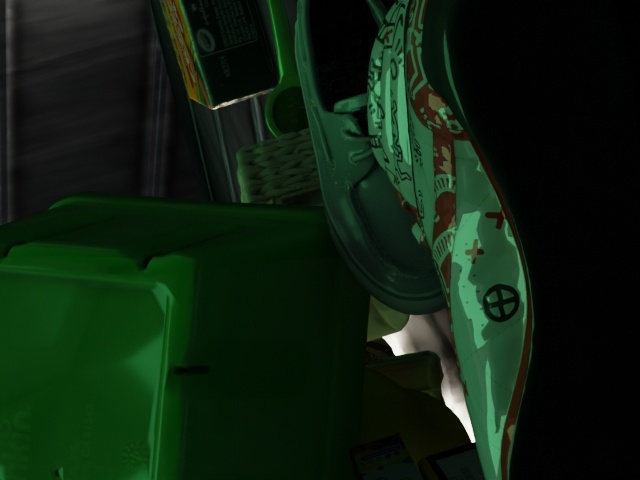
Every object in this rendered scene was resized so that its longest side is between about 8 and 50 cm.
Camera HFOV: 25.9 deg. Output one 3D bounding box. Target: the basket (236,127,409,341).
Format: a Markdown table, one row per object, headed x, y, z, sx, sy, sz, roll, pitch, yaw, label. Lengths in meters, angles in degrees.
| x | y | z | sx | sy | sz | roll | pitch | yaw | label |
| --- | --- | --- | --- | --- | --- | --- | --- | --- | --- |
| 0.000 | 0.000 | 1.084 | 0.167 | 0.113 | 0.103 | 82 | 170 | -51 | basket |

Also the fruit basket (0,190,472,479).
| x | y | z | sx | sy | sz | roll | pitch | yaw | label |
| --- | --- | --- | --- | --- | --- | --- | --- | --- | --- |
| -0.065 | 0.155 | 0.936 | 0.392 | 0.283 | 0.392 | 4 | -90 | -67 | fruit basket |

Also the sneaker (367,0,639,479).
| x | y | z | sx | sy | sz | roll | pitch | yaw | label |
| --- | --- | --- | --- | --- | --- | --- | --- | --- | --- |
| 0.086 | 0.015 | 0.571 | 0.145 | 0.090 | 0.270 | -135 | 32 | -77 | sneaker |

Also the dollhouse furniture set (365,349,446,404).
| x | y | z | sx | sy | sz | roll | pitch | yaw | label |
| --- | --- | --- | --- | --- | --- | --- | --- | --- | --- |
| 0.021 | 0.117 | 1.089 | 0.058 | 0.152 | 0.076 | -103 | 4 | -60 | dollhouse furniture set |

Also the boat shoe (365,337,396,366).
| x | y | z | sx | sy | sz | roll | pitch | yaw | label |
| --- | --- | --- | --- | --- | --- | --- | --- | --- | --- |
| -0.024 | 0.108 | 1.164 | 0.095 | 0.257 | 0.095 | 47 | 122 | 45 | boat shoe |

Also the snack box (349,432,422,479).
| x | y | z | sx | sy | sz | roll | pitch | yaw | label |
| --- | --- | --- | --- | --- | --- | --- | --- | --- | --- |
| 0.058 | 0.201 | 0.831 | 0.100 | 0.037 | 0.141 | -122 | 15 | -64 | snack box |

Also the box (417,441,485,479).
| x | y | z | sx | sy | sz | roll | pitch | yaw | label |
| --- | --- | --- | --- | --- | --- | --- | --- | --- | --- |
| 0.157 | 0.302 | 0.776 | 0.257 | 0.079 | 0.322 | -132 | 25 | -69 | box |

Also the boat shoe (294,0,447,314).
| x | y | z | sx | sy | sz | roll | pitch | yaw | label |
| --- | --- | --- | --- | --- | --- | --- | --- | --- | --- |
| 0.028 | -0.066 | 0.835 | 0.081 | 0.079 | 0.227 | 77 | 176 | -64 | boat shoe |

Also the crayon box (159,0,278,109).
| x | y | z | sx | sy | sz | roll | pitch | yaw | label |
| --- | --- | --- | --- | --- | --- | --- | --- | --- | --- |
| -0.133 | -0.261 | 1.583 | 0.318 | 0.081 | 0.202 | -141 | 33 | -78 | crayon box |

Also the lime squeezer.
| x | y | z | sx | sy | sz | roll | pitch | yaw | label |
| --- | --- | --- | --- | --- | --- | --- | --- | --- | --- |
| -0.008 | -0.097 | 1.213 | 0.110 | 0.059 | 0.310 | -66 | -33 | -53 | lime squeezer |
